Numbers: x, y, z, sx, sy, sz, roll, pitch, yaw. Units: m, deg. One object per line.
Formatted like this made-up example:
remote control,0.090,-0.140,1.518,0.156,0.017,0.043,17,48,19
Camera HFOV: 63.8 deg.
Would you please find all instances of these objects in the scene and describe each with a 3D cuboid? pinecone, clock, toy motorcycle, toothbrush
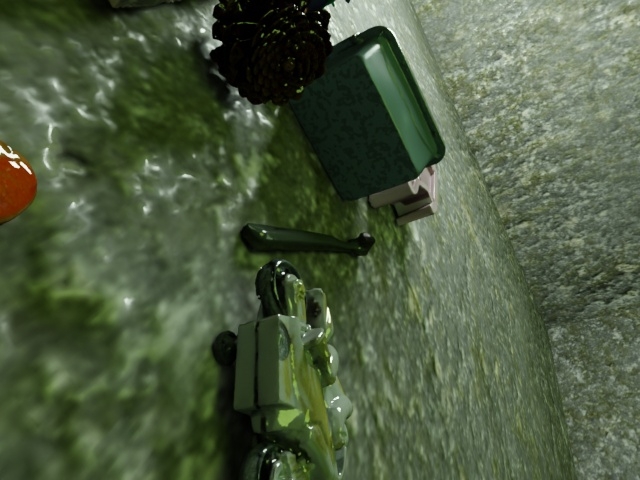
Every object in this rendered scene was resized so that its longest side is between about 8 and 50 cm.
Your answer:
pinecone,-0.057,-0.223,0.567,0.121,0.140,0.140,48,16,23
clock,0.133,-0.164,0.967,0.275,0.080,0.290,56,27,-26
toy motorcycle,-0.017,0.130,0.436,0.151,0.074,0.228,48,30,-43
toothbrush,0.000,0.000,0.627,0.030,0.030,0.297,49,20,21

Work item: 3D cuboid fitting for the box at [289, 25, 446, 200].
box,0.067,-0.175,0.754,0.227,0.162,0.130,59,37,-20

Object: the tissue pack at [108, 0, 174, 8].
tissue pack,-0.176,-0.323,0.443,0.222,0.090,0.186,60,23,-22

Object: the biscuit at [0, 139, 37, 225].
biscuit,-0.235,-0.113,0.223,0.250,0.036,0.165,67,23,-5

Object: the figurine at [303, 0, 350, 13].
figurine,-0.043,-0.440,0.814,0.195,0.111,0.102,43,23,-32
